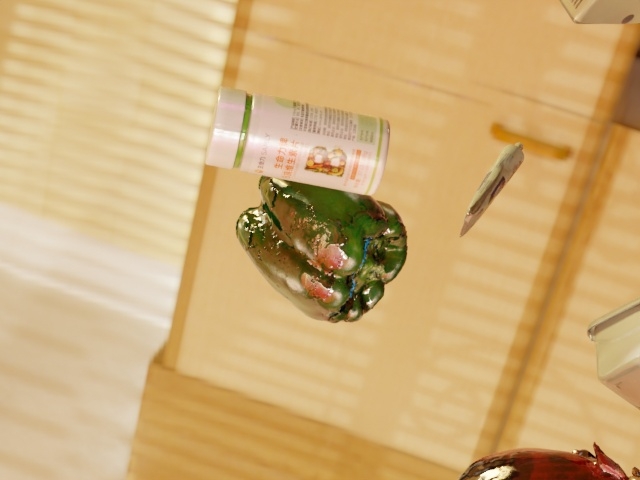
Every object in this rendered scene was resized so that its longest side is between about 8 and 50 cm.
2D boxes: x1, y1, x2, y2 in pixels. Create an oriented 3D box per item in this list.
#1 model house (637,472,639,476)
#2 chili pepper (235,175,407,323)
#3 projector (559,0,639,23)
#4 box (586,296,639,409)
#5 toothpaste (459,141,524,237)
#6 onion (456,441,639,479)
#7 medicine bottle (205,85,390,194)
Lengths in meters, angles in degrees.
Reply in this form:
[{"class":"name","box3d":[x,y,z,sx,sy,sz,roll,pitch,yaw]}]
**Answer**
[{"class":"model house","box3d":[0.581,0.491,1.796,0.297,0.360,0.339,10,-166,-8]},{"class":"chili pepper","box3d":[0.000,0.000,2.269,0.256,0.233,0.248,33,176,29]},{"class":"projector","box3d":[0.424,-0.351,1.624,0.269,0.193,0.088,-10,-119,-34]},{"class":"box","box3d":[0.405,0.130,1.583,0.124,0.172,0.093,33,-134,-24]},{"class":"toothpaste","box3d":[0.266,-0.086,2.099,0.038,0.060,0.233,30,-133,10]},{"class":"onion","box3d":[0.258,0.331,1.443,0.281,0.281,0.221,31,-148,28]},{"class":"medicine bottle","box3d":[-0.024,-0.104,1.429,0.183,0.086,0.086,10,-152,-7]}]
